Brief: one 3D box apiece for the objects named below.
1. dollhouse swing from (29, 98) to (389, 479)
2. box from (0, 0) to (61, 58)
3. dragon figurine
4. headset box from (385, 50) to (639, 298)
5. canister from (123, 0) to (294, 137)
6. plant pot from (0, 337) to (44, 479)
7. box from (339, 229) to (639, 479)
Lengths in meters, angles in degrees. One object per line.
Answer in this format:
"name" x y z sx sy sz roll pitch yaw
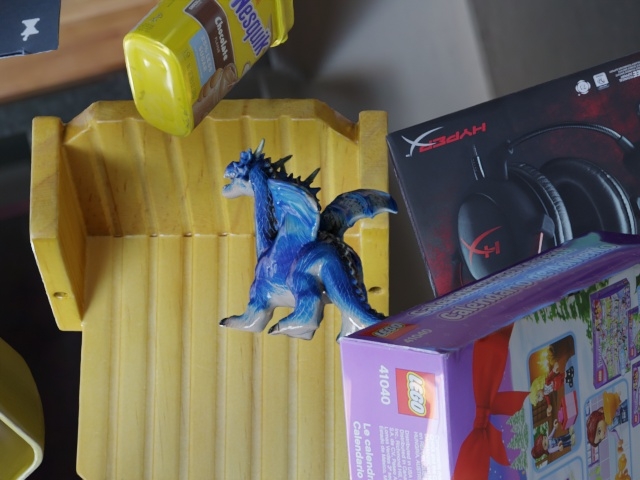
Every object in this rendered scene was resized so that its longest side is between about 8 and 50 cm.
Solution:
"dollhouse swing" -0.106 0.073 1.794 0.347 0.305 0.315 0 150 2
"box" -0.441 -0.339 1.656 0.294 0.212 0.395 -13 -134 -28
"dragon figurine" 0.000 0.000 1.287 0.085 0.144 0.289 10 177 -25
"headset box" 0.192 0.040 1.237 0.218 0.293 0.110 -18 166 3
"canister" -0.101 -0.190 1.663 0.073 0.126 0.170 23 -126 24
"plant pot" -0.351 0.133 1.477 0.212 0.212 0.187 -44 -169 15
"box" 0.100 0.159 0.828 0.057 0.293 0.201 6 -163 38
